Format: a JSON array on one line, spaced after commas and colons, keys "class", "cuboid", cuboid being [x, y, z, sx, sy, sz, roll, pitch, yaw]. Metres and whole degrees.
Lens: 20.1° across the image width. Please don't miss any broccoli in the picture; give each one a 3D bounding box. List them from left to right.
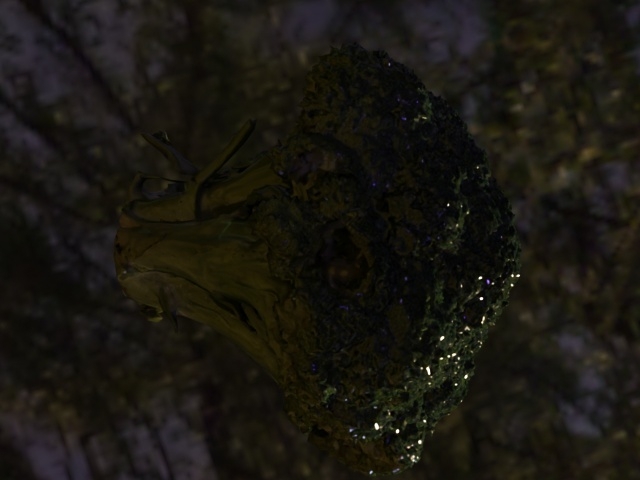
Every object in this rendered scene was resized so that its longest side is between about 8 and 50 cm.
[{"class": "broccoli", "cuboid": [0.000, 0.000, 1.263, 0.321, 0.283, 0.304, 74, 22, -63]}]
